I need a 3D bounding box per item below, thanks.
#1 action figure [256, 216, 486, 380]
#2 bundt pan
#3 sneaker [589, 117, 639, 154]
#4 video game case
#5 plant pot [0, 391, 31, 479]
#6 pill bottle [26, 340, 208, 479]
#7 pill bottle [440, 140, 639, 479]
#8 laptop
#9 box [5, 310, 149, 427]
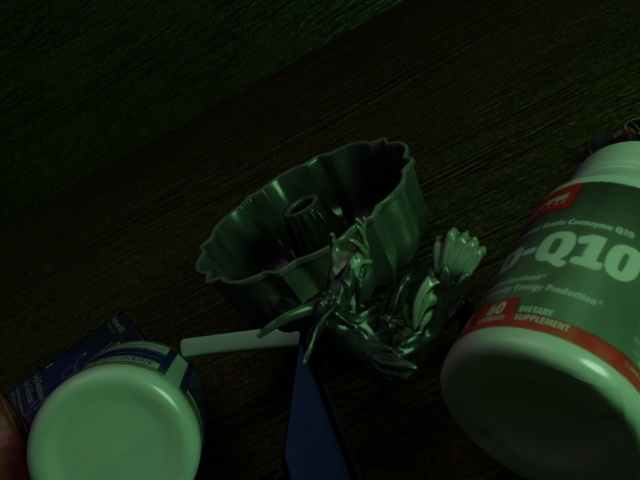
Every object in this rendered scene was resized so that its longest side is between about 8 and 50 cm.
[{"bbox_3d":[0.063,0.049,0.678,0.164,0.141,0.275,15,3,37],"label":"action figure"},{"bbox_3d":[0.000,0.000,1.045,0.331,0.124,0.331,-25,25,12],"label":"bundt pan"},{"bbox_3d":[0.380,-0.123,0.916,0.061,0.065,0.158,-35,24,-12],"label":"sneaker"},{"bbox_3d":[-0.019,0.107,0.845,0.201,0.023,0.183,-12,-10,37],"label":"video game case"},{"bbox_3d":[-0.386,0.303,0.752,0.265,0.272,0.272,-31,22,-20],"label":"plant pot"},{"bbox_3d":[-0.194,0.186,0.795,0.153,0.153,0.264,-32,3,-5],"label":"pill bottle"},{"bbox_3d":[0.228,0.047,0.633,0.161,0.161,0.283,-6,33,44],"label":"pill bottle"},{"bbox_3d":[-0.076,0.239,0.638,0.264,0.136,0.234,-30,23,0],"label":"laptop"},{"bbox_3d":[-0.298,0.208,0.997,0.207,0.108,0.153,-38,24,-16],"label":"box"}]
